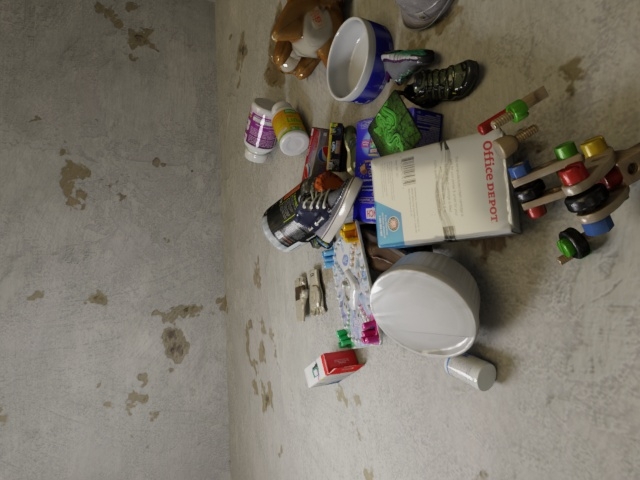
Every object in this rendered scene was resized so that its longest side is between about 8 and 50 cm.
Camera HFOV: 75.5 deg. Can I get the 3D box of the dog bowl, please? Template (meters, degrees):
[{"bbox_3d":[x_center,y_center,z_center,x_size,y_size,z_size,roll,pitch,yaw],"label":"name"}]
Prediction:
[{"bbox_3d":[0.128,-0.607,1.411,0.264,0.104,0.265,1,91,61],"label":"dog bowl"}]

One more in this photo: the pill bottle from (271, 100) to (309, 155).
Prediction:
[{"bbox_3d":[-0.146,-0.517,1.881,0.136,0.136,0.246,-58,42,44],"label":"pill bottle"}]

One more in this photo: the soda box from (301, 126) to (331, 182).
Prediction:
[{"bbox_3d":[-0.006,-0.315,1.669,0.083,0.092,0.264,48,130,53],"label":"soda box"}]

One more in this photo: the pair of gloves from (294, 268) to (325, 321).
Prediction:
[{"bbox_3d":[-0.051,0.244,1.812,0.240,0.042,0.204,-35,57,54],"label":"pair of gloves"}]

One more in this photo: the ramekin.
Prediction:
[{"bbox_3d":[0.267,0.150,1.030,0.272,0.127,0.273,19,130,24],"label":"ramekin"}]

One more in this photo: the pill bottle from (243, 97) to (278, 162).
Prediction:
[{"bbox_3d":[-0.304,-0.562,2.137,0.169,0.169,0.302,60,139,42],"label":"pill bottle"}]

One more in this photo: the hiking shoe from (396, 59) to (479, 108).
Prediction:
[{"bbox_3d":[0.303,-0.406,1.081,0.226,0.114,0.086,-9,83,61],"label":"hiking shoe"}]

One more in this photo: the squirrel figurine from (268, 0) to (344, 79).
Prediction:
[{"bbox_3d":[-0.055,-0.845,1.653,0.370,0.280,0.398,-158,85,-70],"label":"squirrel figurine"}]

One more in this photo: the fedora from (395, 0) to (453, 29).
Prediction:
[{"bbox_3d":[0.263,-0.726,1.142,0.275,0.124,0.244,44,127,52],"label":"fedora"}]

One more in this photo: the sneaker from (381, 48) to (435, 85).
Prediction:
[{"bbox_3d":[0.261,-0.508,1.222,0.224,0.083,0.098,-134,30,-57],"label":"sneaker"}]

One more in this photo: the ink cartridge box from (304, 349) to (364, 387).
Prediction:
[{"bbox_3d":[0.048,0.470,1.532,0.231,0.134,0.078,-53,45,47],"label":"ink cartridge box"}]

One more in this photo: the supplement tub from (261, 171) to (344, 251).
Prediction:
[{"bbox_3d":[-0.054,-0.109,1.592,0.337,0.207,0.207,-31,62,38],"label":"supplement tub"}]

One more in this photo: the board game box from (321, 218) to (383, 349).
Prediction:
[{"bbox_3d":[0.092,0.171,1.416,0.390,0.050,0.391,124,137,-70],"label":"board game box"}]

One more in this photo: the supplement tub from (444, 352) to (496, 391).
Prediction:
[{"bbox_3d":[0.366,0.316,1.015,0.107,0.070,0.071,13,101,60],"label":"supplement tub"}]

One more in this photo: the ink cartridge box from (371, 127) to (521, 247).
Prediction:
[{"bbox_3d":[0.290,-0.107,0.974,0.307,0.129,0.224,-8,83,34],"label":"ink cartridge box"}]

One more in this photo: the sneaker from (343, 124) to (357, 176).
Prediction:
[{"bbox_3d":[0.135,-0.327,1.456,0.086,0.064,0.192,-18,69,44],"label":"sneaker"}]

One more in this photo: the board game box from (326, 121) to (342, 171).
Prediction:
[{"bbox_3d":[0.058,-0.340,1.531,0.141,0.048,0.171,-49,-36,-78],"label":"board game box"}]

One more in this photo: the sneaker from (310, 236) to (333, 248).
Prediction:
[{"bbox_3d":[0.000,0.000,1.709,0.188,0.067,0.078,26,134,57],"label":"sneaker"}]

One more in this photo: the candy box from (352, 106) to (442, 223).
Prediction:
[{"bbox_3d":[0.218,-0.206,1.232,0.268,0.122,0.318,13,100,60],"label":"candy box"}]

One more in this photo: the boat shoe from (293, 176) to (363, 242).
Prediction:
[{"bbox_3d":[0.011,-0.113,1.305,0.127,0.158,0.341,-62,1,-31],"label":"boat shoe"}]

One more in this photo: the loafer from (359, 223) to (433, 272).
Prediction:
[{"bbox_3d":[0.214,0.037,1.254,0.366,0.133,0.130,-145,52,-68],"label":"loafer"}]

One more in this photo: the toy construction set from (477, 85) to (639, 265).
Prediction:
[{"bbox_3d":[0.467,-0.156,0.722,0.237,0.257,0.309,-32,73,8],"label":"toy construction set"}]

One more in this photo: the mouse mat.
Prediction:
[{"bbox_3d":[0.199,-0.298,1.139,0.153,0.007,0.190,-52,47,45],"label":"mouse mat"}]
